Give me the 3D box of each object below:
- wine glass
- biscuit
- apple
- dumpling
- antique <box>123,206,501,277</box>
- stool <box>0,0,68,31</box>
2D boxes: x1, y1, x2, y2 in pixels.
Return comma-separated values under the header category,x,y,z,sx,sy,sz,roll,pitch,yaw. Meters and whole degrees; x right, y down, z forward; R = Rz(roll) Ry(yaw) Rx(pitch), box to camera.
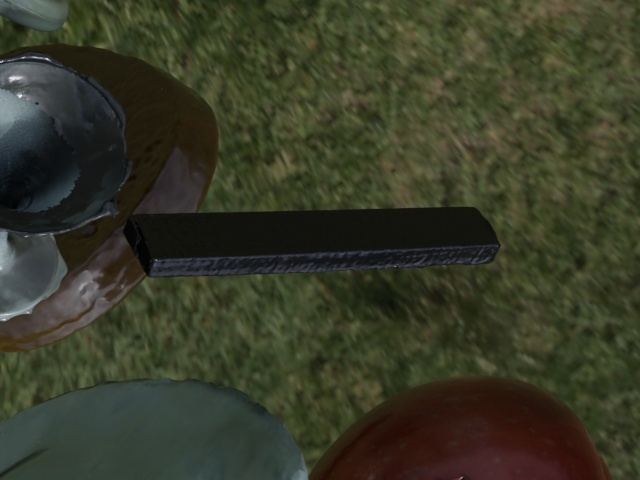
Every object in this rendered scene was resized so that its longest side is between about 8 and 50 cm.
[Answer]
category,x,y,z,sx,sy,sz,roll,pitch,yaw
wine glass,-0.189,-0.020,1.106,0.122,0.122,0.183,7,153,-15
biscuit,-0.264,-0.022,1.510,0.350,0.394,0.070,-48,129,-14
apple,0.102,0.219,1.197,0.216,0.260,0.260,-19,114,6
dumpling,-0.072,0.133,0.599,0.152,0.219,0.108,-56,137,-36
antique,0.000,0.000,0.850,0.192,0.031,0.015,-2,136,-30
stool,-0.221,-0.283,1.332,0.195,0.195,0.198,38,97,-1
